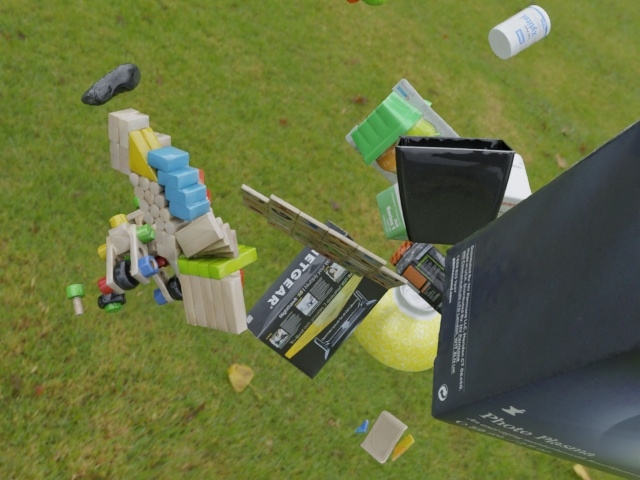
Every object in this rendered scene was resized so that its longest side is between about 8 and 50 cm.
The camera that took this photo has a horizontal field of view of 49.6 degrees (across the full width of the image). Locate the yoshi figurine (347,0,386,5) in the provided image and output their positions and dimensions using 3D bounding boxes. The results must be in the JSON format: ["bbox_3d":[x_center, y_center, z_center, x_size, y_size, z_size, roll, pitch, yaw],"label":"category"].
[{"bbox_3d":[0.001,-0.552,1.180,0.362,0.203,0.204,25,87,-23],"label":"yoshi figurine"}]

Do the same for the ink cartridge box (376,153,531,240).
[{"bbox_3d":[0.297,-0.096,1.551,0.201,0.278,0.117,5,65,-40],"label":"ink cartridge box"}]

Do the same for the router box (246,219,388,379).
[{"bbox_3d":[-0.001,0.144,1.616,0.081,0.309,0.243,36,-8,45],"label":"router box"}]

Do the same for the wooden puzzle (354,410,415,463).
[{"bbox_3d":[0.105,0.322,1.134,0.014,0.079,0.116,41,-2,-30],"label":"wooden puzzle"}]

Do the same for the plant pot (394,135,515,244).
[{"bbox_3d":[0.220,-0.086,1.187,0.187,0.167,0.188,4,15,8],"label":"plant pot"}]

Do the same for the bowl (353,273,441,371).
[{"bbox_3d":[0.238,0.188,1.859,0.289,0.156,0.290,13,45,-13],"label":"bowl"}]

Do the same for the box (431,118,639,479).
[{"bbox_3d":[0.290,0.073,0.543,0.296,0.294,0.183,20,60,-14],"label":"box"}]

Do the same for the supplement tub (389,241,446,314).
[{"bbox_3d":[0.269,0.081,1.702,0.190,0.117,0.117,44,41,12],"label":"supplement tub"}]

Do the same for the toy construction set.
[{"bbox_3d":[-0.339,-0.012,1.402,0.257,0.308,0.238,2,66,-48],"label":"toy construction set"}]

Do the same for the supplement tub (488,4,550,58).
[{"bbox_3d":[0.403,-0.421,1.402,0.107,0.071,0.071,-33,73,-13],"label":"supplement tub"}]

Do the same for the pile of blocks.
[{"bbox_3d":[-0.178,-0.042,1.025,0.112,0.148,0.362,-30,96,-50],"label":"pile of blocks"}]

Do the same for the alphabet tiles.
[{"bbox_3d":[0.000,0.000,1.308,0.342,0.285,0.011,30,81,-1],"label":"alphabet tiles"}]

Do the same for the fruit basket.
[{"bbox_3d":[0.280,-0.268,2.041,0.353,0.327,0.165,39,54,-8],"label":"fruit basket"}]

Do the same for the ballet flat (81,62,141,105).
[{"bbox_3d":[-0.421,-0.320,1.404,0.173,0.049,0.058,-54,136,-53],"label":"ballet flat"}]
